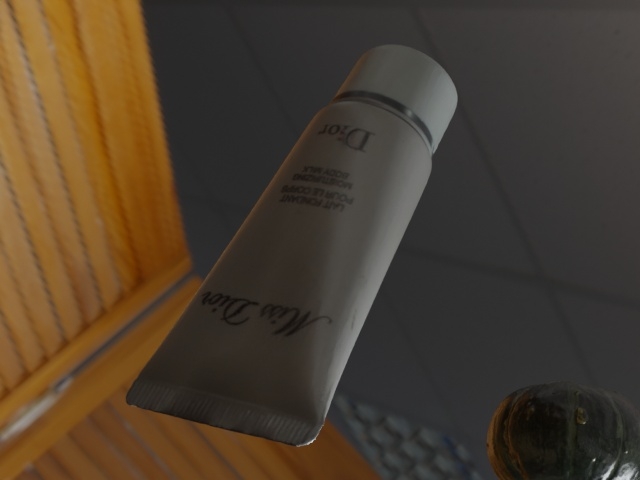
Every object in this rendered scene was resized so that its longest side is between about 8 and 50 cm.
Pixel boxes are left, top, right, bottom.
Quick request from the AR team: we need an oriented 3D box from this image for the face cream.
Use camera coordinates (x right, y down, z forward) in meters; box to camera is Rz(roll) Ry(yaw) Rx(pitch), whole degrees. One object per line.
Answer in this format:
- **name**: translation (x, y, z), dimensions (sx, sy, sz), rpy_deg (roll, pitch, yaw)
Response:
- **face cream**: translation (0.000, 0.000, 0.945), dimensions (0.143, 0.314, 0.089), rpy_deg (9, -35, 30)

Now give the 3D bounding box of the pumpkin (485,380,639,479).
- **pumpkin**: translation (0.281, 0.234, 1.597), dimensions (0.190, 0.146, 0.190), rpy_deg (11, -3, 1)
